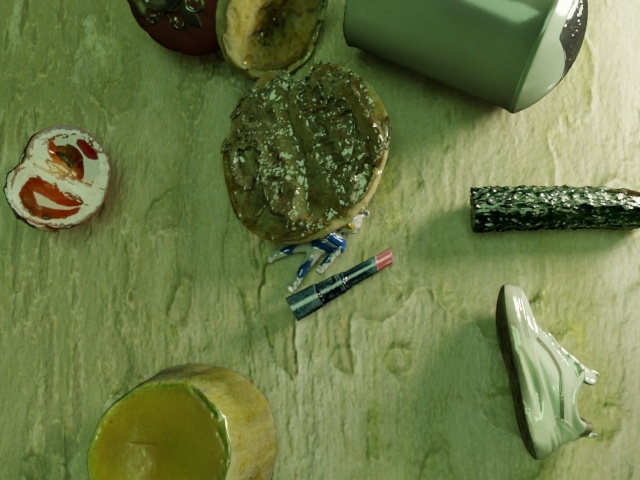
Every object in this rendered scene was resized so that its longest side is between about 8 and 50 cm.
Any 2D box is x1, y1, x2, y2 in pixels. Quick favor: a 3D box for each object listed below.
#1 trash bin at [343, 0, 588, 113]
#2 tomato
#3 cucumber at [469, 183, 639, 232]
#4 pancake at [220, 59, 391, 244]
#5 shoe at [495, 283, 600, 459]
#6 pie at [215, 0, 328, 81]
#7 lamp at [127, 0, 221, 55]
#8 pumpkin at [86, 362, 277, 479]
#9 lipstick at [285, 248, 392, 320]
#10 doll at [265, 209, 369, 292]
[{"bbox_3d":[0.287,-0.431,1.169,0.432,0.280,0.280,24,82,14],"label":"trash bin"},{"bbox_3d":[-0.541,-0.120,1.285,0.199,0.112,0.228,30,79,0],"label":"tomato"},{"bbox_3d":[0.472,-0.062,1.160,0.360,0.096,0.096,0,78,8],"label":"cucumber"},{"bbox_3d":[-0.034,-0.186,1.211,0.382,0.071,0.382,-3,82,22],"label":"pancake"},{"bbox_3d":[0.422,0.229,1.096,0.159,0.124,0.316,-8,83,6],"label":"shoe"},{"bbox_3d":[-0.094,-0.453,1.224,0.274,0.274,0.055,-46,55,-4],"label":"pie"},{"bbox_3d":[-0.269,-0.542,1.257,0.303,0.257,0.303,10,117,20],"label":"lamp"},{"bbox_3d":[-0.255,0.387,1.106,0.333,0.199,0.332,-1,76,4],"label":"pumpkin"},{"bbox_3d":[0.044,0.082,1.209,0.234,0.053,0.053,-29,77,-5],"label":"lipstick"},{"bbox_3d":[0.000,0.000,1.224,0.227,0.057,0.114,-36,73,1],"label":"doll"}]
